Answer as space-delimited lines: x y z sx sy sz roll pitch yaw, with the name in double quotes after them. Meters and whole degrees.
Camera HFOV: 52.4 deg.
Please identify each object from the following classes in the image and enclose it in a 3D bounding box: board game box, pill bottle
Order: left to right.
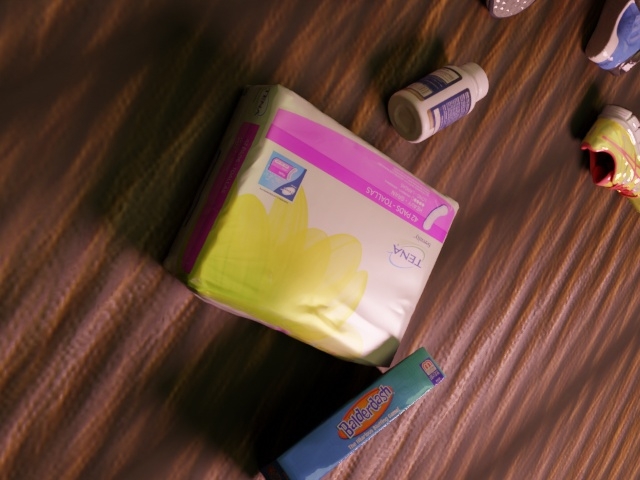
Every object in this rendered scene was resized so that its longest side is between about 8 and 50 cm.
0.033 0.217 0.767 0.210 0.160 0.047 -32 77 -23 "board game box"
0.147 -0.174 0.802 0.120 0.067 0.067 -31 116 -23 "pill bottle"

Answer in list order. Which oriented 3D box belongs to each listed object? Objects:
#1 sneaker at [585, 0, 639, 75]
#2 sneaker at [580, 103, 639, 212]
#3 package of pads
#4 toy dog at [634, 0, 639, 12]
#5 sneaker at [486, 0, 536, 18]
0.464 -0.322 0.974 0.084 0.058 0.152 25 91 -28 "sneaker"
0.468 -0.107 1.022 0.094 0.081 0.208 -44 114 -8 "sneaker"
0.000 0.000 0.727 0.296 0.101 0.229 27 85 -33 "package of pads"
0.398 -0.355 0.855 0.220 0.334 0.161 -25 158 -43 "toy dog"
0.234 -0.405 0.796 0.086 0.164 0.226 -10 150 -7 "sneaker"
